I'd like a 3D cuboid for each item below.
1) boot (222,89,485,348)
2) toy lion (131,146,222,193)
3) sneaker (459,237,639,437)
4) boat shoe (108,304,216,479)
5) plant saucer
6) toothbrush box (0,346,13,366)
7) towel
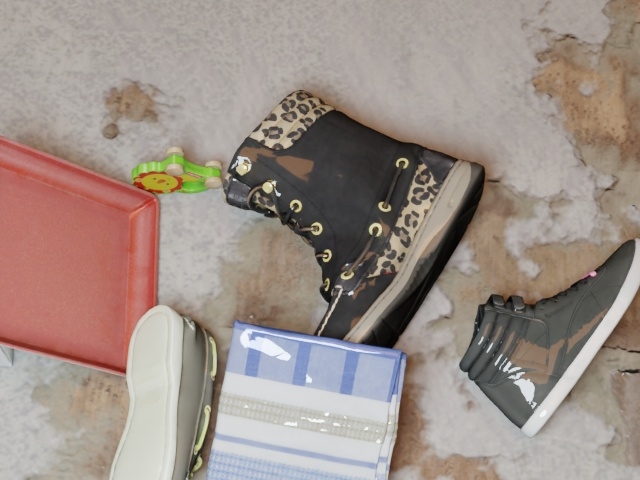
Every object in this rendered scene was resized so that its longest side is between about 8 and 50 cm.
[{"bbox_3d":[0.000,0.000,1.509,0.284,0.138,0.377,31,76,17],"label":"boot"},{"bbox_3d":[-0.191,-0.082,1.573,0.100,0.096,0.034,18,59,-38],"label":"toy lion"},{"bbox_3d":[0.284,0.084,1.492,0.147,0.104,0.296,36,74,8],"label":"sneaker"},{"bbox_3d":[-0.178,0.230,1.416,0.109,0.091,0.305,-18,57,38],"label":"boat shoe"},{"bbox_3d":[-0.313,0.030,1.465,0.047,0.259,0.259,-23,58,38],"label":"plant saucer"},{"bbox_3d":[-0.526,0.038,1.481,0.295,0.126,0.216,-2,65,-2],"label":"toothbrush box"},{"bbox_3d":[-0.021,0.244,1.381,0.209,0.034,0.285,9,97,2],"label":"towel"}]
